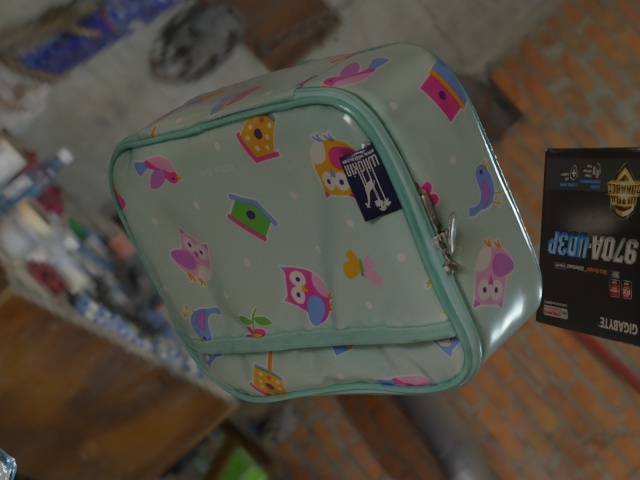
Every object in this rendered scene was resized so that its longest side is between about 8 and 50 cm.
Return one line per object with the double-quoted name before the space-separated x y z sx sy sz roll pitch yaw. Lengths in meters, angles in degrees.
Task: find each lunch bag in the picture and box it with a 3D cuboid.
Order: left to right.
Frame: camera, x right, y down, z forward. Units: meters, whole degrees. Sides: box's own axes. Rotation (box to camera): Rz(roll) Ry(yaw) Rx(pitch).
"lunch bag" 0.000 0.000 0.973 0.279 0.108 0.224 -7 -70 46

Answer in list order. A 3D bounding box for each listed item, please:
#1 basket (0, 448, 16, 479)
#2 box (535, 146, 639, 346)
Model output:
"basket" -0.396 0.257 1.277 0.201 0.255 0.289 29 12 14
"box" 0.270 0.001 1.364 0.051 0.175 0.220 2 3 -17
